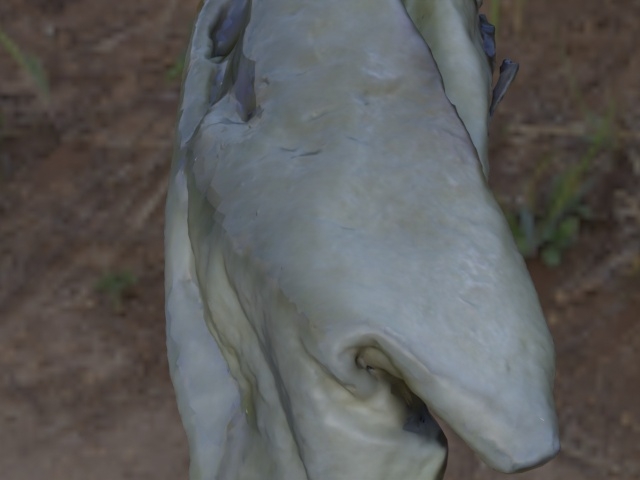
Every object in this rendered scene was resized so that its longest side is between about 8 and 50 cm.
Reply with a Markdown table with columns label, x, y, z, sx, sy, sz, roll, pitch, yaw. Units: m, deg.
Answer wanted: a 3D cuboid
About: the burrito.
| label | x | y | z | sx | sy | sz | roll | pitch | yaw |
| --- | --- | --- | --- | --- | --- | --- | --- | --- | --- |
| burrito | 0.001 | -0.002 | 0.848 | 0.190 | 0.135 | 0.332 | -34 | 35 | 27 |
